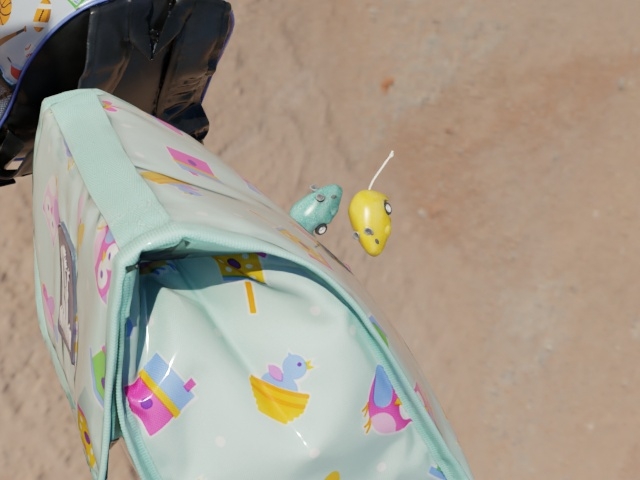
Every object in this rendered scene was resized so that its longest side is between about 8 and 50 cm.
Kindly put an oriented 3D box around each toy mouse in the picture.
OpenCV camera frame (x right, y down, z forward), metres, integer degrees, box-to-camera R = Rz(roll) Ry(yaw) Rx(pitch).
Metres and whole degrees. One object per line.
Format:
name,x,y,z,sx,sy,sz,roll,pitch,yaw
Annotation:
toy mouse,0.000,0.000,1.266,0.031,0.143,0.161,27,58,-47

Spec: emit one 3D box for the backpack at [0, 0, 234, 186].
backpack,-0.215,-0.205,1.350,0.277,0.263,0.213,-15,72,-37

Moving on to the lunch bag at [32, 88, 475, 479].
lunch bag,-0.051,0.055,0.689,0.160,0.223,0.262,-35,120,-2
